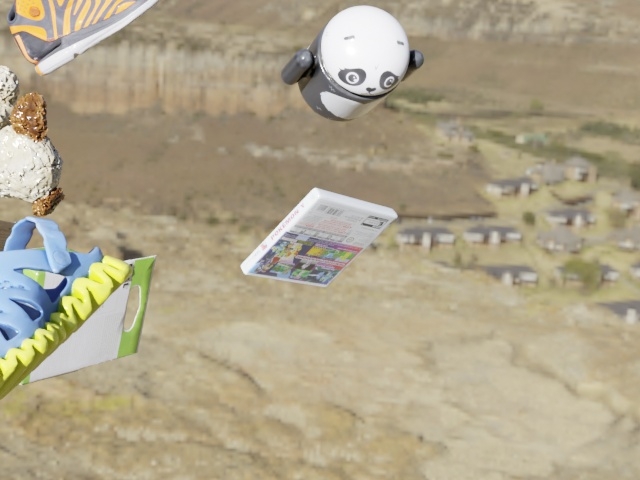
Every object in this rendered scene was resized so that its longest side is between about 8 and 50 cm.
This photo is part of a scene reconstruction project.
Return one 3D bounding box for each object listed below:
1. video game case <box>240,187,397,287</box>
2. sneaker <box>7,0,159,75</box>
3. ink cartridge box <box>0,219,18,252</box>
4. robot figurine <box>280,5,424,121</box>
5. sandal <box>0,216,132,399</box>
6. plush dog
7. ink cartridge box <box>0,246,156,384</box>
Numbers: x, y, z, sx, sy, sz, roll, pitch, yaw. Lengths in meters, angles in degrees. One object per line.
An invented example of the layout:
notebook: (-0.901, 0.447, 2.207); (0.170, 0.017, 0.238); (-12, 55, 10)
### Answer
video game case: (0.000, 0.000, 1.704); (0.201, 0.183, 0.023); (12, 40, -50)
sneaker: (-0.429, -0.453, 1.979); (0.321, 0.180, 0.124); (-32, 16, -1)
ink cartridge box: (-0.706, 0.053, 2.280); (0.088, 0.193, 0.235); (-7, -4, 5)
robot figurine: (0.057, -0.317, 1.998); (0.209, 0.173, 0.278); (-45, 4, -21)
sandal: (-0.335, 0.072, 1.183); (0.138, 0.126, 0.317); (46, 26, -7)
plush dog: (-0.550, -0.151, 1.898); (0.225, 0.262, 0.210); (14, 37, 29)
ink cartridge box: (-0.398, 0.108, 1.742); (0.097, 0.188, 0.255); (22, 17, 31)
